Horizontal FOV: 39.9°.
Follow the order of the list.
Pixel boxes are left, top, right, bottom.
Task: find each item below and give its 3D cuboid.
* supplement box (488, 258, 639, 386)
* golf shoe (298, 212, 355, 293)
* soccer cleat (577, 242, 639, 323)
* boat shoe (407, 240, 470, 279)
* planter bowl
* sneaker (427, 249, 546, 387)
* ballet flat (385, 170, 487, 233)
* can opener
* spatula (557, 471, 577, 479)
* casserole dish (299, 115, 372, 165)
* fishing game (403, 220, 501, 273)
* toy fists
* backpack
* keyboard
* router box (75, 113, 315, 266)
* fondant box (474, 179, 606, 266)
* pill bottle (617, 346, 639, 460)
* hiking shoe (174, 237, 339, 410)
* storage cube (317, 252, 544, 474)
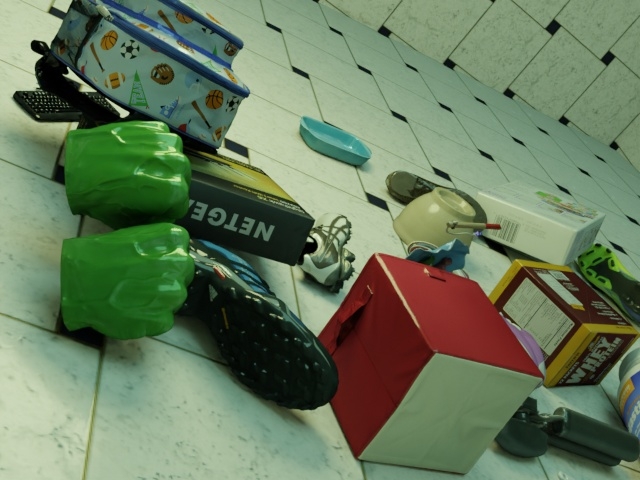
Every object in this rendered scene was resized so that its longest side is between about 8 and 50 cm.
[{"bbox_3d":[0.429,0.150,1.591,0.191,0.129,0.194,8,33,-45],"label":"supplement box"},{"bbox_3d":[0.000,0.000,1.423,0.093,0.077,0.198,24,23,-18],"label":"golf shoe"},{"bbox_3d":[0.717,0.113,2.118,0.121,0.093,0.289,53,1,-40],"label":"soccer cleat"},{"bbox_3d":[0.221,0.049,1.641,0.137,0.049,0.043,34,25,-6],"label":"boat shoe"},{"bbox_3d":[0.240,-0.037,1.757,0.162,0.109,0.162,27,23,-12],"label":"planter bowl"},{"bbox_3d":[0.264,0.139,1.462,0.161,0.102,0.282,9,42,-49],"label":"sneaker"},{"bbox_3d":[0.251,-0.084,1.927,0.249,0.084,0.058,23,-11,-14],"label":"ballet flat"},{"bbox_3d":[0.353,0.293,1.309,0.280,0.074,0.093,19,60,-24],"label":"can opener"},{"bbox_3d":[0.404,0.394,1.165,0.242,0.019,0.168,31,26,-32],"label":"spatula"},{"bbox_3d":[0.028,-0.215,1.942,0.188,0.037,0.114,18,26,-31],"label":"casserole dish"},{"bbox_3d":[0.132,0.062,1.238,0.189,0.264,0.041,3,51,-50],"label":"fishing game"},{"bbox_3d":[-0.216,-0.016,1.018,0.142,0.096,0.279,-5,61,-3],"label":"toy fists"},{"bbox_3d":[-0.225,-0.245,1.259,0.276,0.213,0.263,15,23,-44],"label":"backpack"},{"bbox_3d":[-0.412,-0.236,1.430,0.100,0.038,0.192,39,23,17],"label":"keyboard"},{"bbox_3d":[-0.192,-0.080,1.278,0.308,0.081,0.243,18,14,-30],"label":"router box"},{"bbox_3d":[0.510,-0.047,2.064,0.238,0.096,0.330,25,20,23],"label":"fondant box"},{"bbox_3d":[0.585,0.290,1.474,0.152,0.152,0.272,28,23,-9],"label":"pill bottle"},{"bbox_3d":[-0.085,0.085,1.096,0.304,0.113,0.132,39,25,16],"label":"hiking shoe"},{"bbox_3d":[0.131,0.159,1.129,0.214,0.184,0.193,17,27,-31],"label":"storage cube"}]
